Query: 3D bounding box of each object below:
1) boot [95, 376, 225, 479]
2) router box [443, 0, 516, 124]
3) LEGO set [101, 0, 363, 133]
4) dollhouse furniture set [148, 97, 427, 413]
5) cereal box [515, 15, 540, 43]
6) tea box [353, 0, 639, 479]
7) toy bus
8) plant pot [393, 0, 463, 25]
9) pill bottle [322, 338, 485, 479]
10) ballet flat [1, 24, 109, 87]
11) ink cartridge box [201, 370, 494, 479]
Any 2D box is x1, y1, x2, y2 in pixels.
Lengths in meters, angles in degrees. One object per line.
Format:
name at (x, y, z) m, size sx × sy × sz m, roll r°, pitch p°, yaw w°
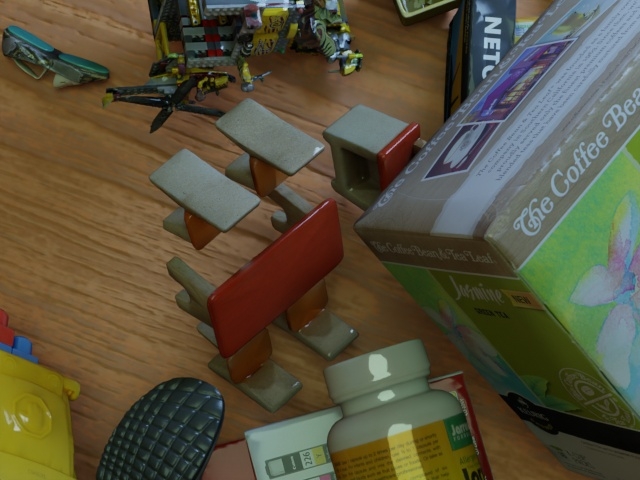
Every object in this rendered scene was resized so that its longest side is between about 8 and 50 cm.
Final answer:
boot at (-0.147, 0.241, 1.222) m, size 0.083 × 0.161 × 0.246 m, roll 25°, pitch 84°, yaw 17°
router box at (0.148, -0.137, 1.288) m, size 0.046 × 0.133 × 0.179 m, roll 4°, pitch 81°, yaw -4°
LEGO set at (-0.036, -0.200, 1.193) m, size 0.255 × 0.331 × 0.192 m, roll -1°, pitch 68°, yaw -25°
dollhouse furniture set at (0.000, 0.000, 1.193) m, size 0.135 × 0.262 × 0.259 m, roll 33°, pitch 61°, yaw 32°
cereal box at (0.267, -0.095, 1.302) m, size 0.173 × 0.047 × 0.240 m, roll -3°, pitch 92°, yaw 3°
tea box at (0.269, -0.013, 1.122) m, size 0.323 × 0.220 × 0.329 m, roll 47°, pitch 74°, yaw -19°
toy bus at (-0.322, 0.176, 1.231) m, size 0.220 × 0.149 × 0.211 m, roll -30°, pitch 49°, yaw 34°
plant pot at (0.101, -0.254, 1.331) m, size 0.081 × 0.083 × 0.081 m, roll -20°, pitch 83°, yaw -3°
pill bottle at (0.073, 0.192, 1.115) m, size 0.118 × 0.117 × 0.208 m, roll -17°, pitch 82°, yaw -3°
ballet flat at (-0.263, -0.173, 1.345) m, size 0.114 × 0.041 × 0.041 m, roll 25°, pitch 82°, yaw 4°
ink cartridge box at (0.037, 0.303, 1.226) m, size 0.272 × 0.130 × 0.309 m, roll -16°, pitch 82°, yaw -2°
